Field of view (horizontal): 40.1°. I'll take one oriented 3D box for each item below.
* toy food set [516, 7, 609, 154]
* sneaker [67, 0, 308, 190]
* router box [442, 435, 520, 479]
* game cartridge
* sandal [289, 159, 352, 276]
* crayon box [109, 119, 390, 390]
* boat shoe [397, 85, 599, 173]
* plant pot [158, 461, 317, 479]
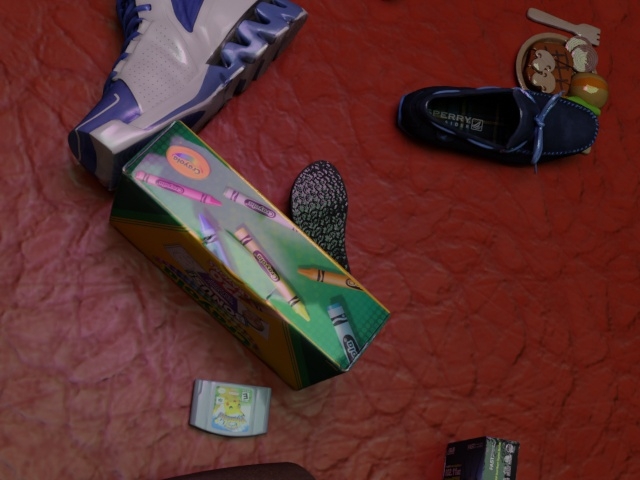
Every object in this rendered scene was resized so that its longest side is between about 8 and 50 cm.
[{"bbox_3d":[0.319,-0.219,1.151,0.133,0.038,0.192,15,71,-14],"label":"toy food set"},{"bbox_3d":[-0.177,-0.208,0.952,0.182,0.127,0.315,42,60,1],"label":"sneaker"},{"bbox_3d":[0.164,0.257,0.921,0.038,0.122,0.092,13,71,-8],"label":"router box"},{"bbox_3d":[-0.094,0.177,0.918,0.083,0.017,0.055,9,76,-15],"label":"game cartridge"},{"bbox_3d":[0.000,0.000,0.991,0.067,0.040,0.179,-8,92,-14],"label":"sandal"},{"bbox_3d":[-0.079,0.024,0.885,0.278,0.165,0.081,42,67,-2],"label":"crayon box"},{"bbox_3d":[0.225,-0.134,1.061,0.258,0.089,0.108,-3,94,-13],"label":"boat shoe"},{"bbox_3d":[-0.100,0.298,0.795,0.230,0.215,0.215,-19,81,-35],"label":"plant pot"}]
